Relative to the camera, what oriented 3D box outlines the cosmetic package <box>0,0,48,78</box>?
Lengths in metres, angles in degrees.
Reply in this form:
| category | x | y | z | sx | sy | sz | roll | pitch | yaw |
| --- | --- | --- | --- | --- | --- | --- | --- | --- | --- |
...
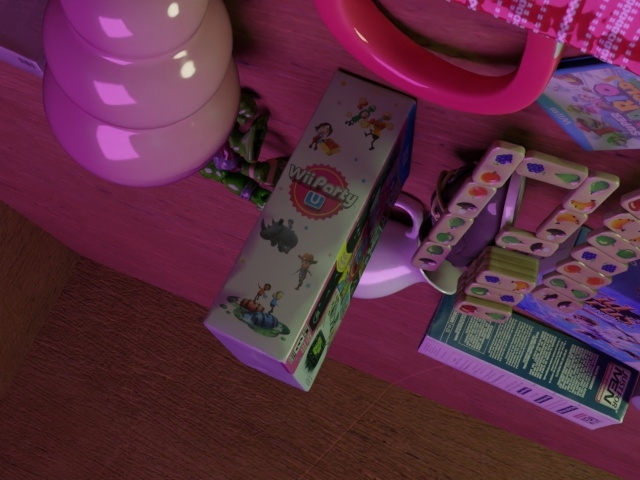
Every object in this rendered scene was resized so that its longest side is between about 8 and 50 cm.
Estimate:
| category | x | y | z | sx | sy | sz | roll | pitch | yaw |
| --- | --- | --- | --- | --- | --- | --- | --- | --- | --- |
| cosmetic package | -0.423 | -0.292 | 1.070 | 0.239 | 0.098 | 0.060 | 25 | 169 | 6 |

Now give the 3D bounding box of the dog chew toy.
| category | x | y | z | sx | sy | sz | roll | pitch | yaw |
| --- | --- | --- | --- | --- | --- | --- | --- | --- | --- |
| dog chew toy | -0.177 | -0.186 | 0.844 | 0.207 | 0.206 | 0.332 | 25 | 158 | 1 |

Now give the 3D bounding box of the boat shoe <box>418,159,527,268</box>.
| category | x | y | z | sx | sy | sz | roll | pitch | yaw |
| --- | --- | --- | --- | --- | --- | --- | --- | --- | --- |
| boat shoe | 0.166 | -0.031 | 0.974 | 0.091 | 0.109 | 0.305 | 19 | 169 | 6 |

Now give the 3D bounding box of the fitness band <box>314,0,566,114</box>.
| category | x | y | z | sx | sy | sz | roll | pitch | yaw |
| --- | --- | --- | --- | --- | --- | --- | --- | --- | --- |
| fitness band | 0.088 | -0.192 | 0.650 | 0.209 | 0.054 | 0.291 | 25 | 165 | 13 |

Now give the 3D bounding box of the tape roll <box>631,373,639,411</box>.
| category | x | y | z | sx | sy | sz | roll | pitch | yaw |
| --- | --- | --- | --- | --- | --- | --- | --- | --- | --- |
| tape roll | 0.600 | 0.256 | 1.340 | 0.219 | 0.072 | 0.219 | 24 | 167 | 6 |

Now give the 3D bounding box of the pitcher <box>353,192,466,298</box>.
| category | x | y | z | sx | sy | sz | roll | pitch | yaw |
| --- | --- | --- | --- | --- | --- | --- | --- | --- | --- |
| pitcher | 0.085 | 0.004 | 1.261 | 0.207 | 0.125 | 0.177 | -3 | 130 | 42 |

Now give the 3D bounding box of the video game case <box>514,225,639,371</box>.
| category | x | y | z | sx | sy | sz | roll | pitch | yaw |
| --- | --- | --- | --- | --- | --- | --- | --- | --- | --- |
| video game case | 0.383 | 0.087 | 1.124 | 0.270 | 0.061 | 0.244 | 27 | 165 | -6 |

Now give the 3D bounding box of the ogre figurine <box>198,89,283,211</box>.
| category | x | y | z | sx | sy | sz | roll | pitch | yaw |
| --- | --- | --- | --- | --- | --- | --- | --- | --- | --- |
| ogre figurine | -0.124 | -0.125 | 1.153 | 0.118 | 0.096 | 0.197 | 19 | 165 | 20 |

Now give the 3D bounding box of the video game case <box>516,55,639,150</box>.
| category | x | y | z | sx | sy | sz | roll | pitch | yaw |
| --- | --- | --- | --- | --- | --- | --- | --- | --- | --- |
| video game case | 0.256 | -0.112 | 0.710 | 0.119 | 0.015 | 0.166 | 34 | 164 | -32 |

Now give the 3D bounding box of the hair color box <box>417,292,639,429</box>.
| category | x | y | z | sx | sy | sz | roll | pitch | yaw |
| --- | --- | --- | --- | --- | --- | --- | --- | --- | --- |
| hair color box | 0.354 | 0.208 | 1.520 | 0.347 | 0.105 | 0.174 | 24 | 166 | 8 |

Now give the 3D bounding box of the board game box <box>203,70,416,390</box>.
| category | x | y | z | sx | sy | sz | roll | pitch | yaw |
| --- | --- | --- | --- | --- | --- | --- | --- | --- | --- |
| board game box | 0.000 | 0.000 | 0.965 | 0.098 | 0.303 | 0.224 | 23 | 166 | 10 |

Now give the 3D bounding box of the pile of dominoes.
| category | x | y | z | sx | sy | sz | roll | pitch | yaw |
| --- | --- | --- | --- | --- | --- | --- | --- | --- | --- |
| pile of dominoes | 0.208 | 0.013 | 0.832 | 0.196 | 0.040 | 0.251 | 15 | 151 | -6 |

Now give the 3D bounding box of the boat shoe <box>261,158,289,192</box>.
| category | x | y | z | sx | sy | sz | roll | pitch | yaw |
| --- | --- | --- | --- | --- | --- | --- | --- | --- | --- |
| boat shoe | -0.029 | -0.060 | 1.243 | 0.105 | 0.089 | 0.285 | 29 | 166 | -15 |

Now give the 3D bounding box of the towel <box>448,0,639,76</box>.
| category | x | y | z | sx | sy | sz | roll | pitch | yaw |
| --- | --- | --- | --- | --- | --- | --- | --- | --- | --- |
| towel | 0.179 | -0.172 | 0.479 | 0.275 | 0.031 | 0.199 | 23 | 147 | 4 |
